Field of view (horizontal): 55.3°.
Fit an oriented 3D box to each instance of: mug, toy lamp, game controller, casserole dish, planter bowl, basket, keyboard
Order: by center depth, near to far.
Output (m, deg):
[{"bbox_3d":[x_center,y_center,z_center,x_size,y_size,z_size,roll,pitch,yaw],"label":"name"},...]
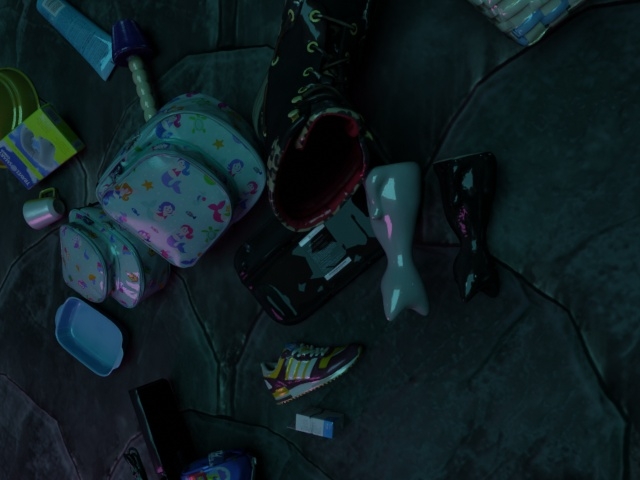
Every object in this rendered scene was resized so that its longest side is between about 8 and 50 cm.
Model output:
[{"bbox_3d":[0.234,-0.407,0.755,0.254,0.201,0.289,-34,108,22],"label":"basket"},{"bbox_3d":[0.000,0.000,0.986,0.319,0.067,0.166,-41,90,22],"label":"game controller"},{"bbox_3d":[-0.263,0.401,1.041,0.033,0.201,0.317,-24,81,11],"label":"keyboard"},{"bbox_3d":[-0.317,-0.267,1.108,0.080,0.080,0.275,-23,84,24],"label":"toy lamp"},{"bbox_3d":[-0.449,0.187,1.211,0.188,0.037,0.114,29,104,22],"label":"casserole dish"},{"bbox_3d":[-0.559,-0.068,1.241,0.064,0.062,0.078,-15,92,17],"label":"mug"},{"bbox_3d":[-0.700,-0.263,1.282,0.217,0.090,0.217,1,93,25],"label":"planter bowl"}]

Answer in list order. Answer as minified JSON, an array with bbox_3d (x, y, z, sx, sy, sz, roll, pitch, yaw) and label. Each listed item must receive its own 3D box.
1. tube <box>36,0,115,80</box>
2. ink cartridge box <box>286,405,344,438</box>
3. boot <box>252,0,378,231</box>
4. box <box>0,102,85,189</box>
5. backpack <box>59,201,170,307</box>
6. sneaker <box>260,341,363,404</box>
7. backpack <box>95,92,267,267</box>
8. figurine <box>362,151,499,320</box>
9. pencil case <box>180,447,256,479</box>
[{"bbox_3d":[-0.468,-0.407,1.192,0.207,0.052,0.080,43,113,12],"label":"tube"},{"bbox_3d":[-0.008,0.294,0.999,0.083,0.048,0.028,5,94,25],"label":"ink cartridge box"},{"bbox_3d":[0.006,-0.222,0.812,0.284,0.138,0.377,-101,33,-49],"label":"boot"},{"bbox_3d":[-0.574,-0.183,1.229,0.178,0.042,0.109,-29,109,23],"label":"box"},{"bbox_3d":[-0.370,0.030,1.102,0.188,0.144,0.166,23,122,17],"label":"backpack"},{"bbox_3d":[-0.019,0.196,0.989,0.185,0.069,0.084,-32,84,22],"label":"sneaker"},{"bbox_3d":[-0.213,-0.100,0.989,0.253,0.191,0.225,-42,113,14],"label":"backpack"},{"bbox_3d":[0.156,-0.005,0.834,0.092,0.214,0.210,-3,97,61],"label":"figurine"},{"bbox_3d":[-0.130,0.499,1.028,0.133,0.119,0.306,-23,81,4],"label":"pencil case"}]
